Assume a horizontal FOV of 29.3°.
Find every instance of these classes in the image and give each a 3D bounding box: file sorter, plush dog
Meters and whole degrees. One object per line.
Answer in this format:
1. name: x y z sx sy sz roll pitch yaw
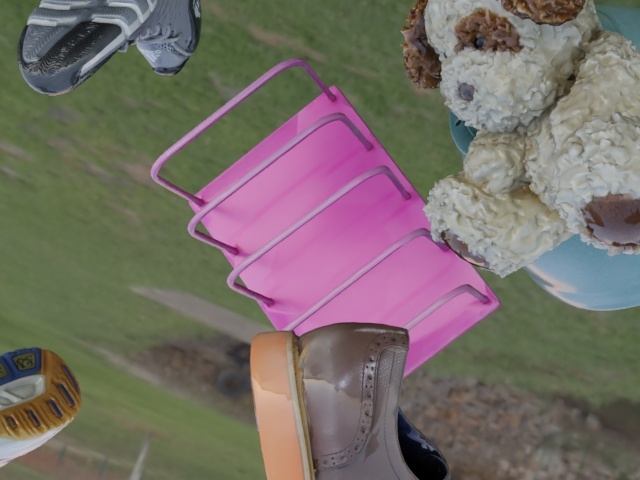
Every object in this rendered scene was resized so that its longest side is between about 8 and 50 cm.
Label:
1. file sorter: 0.000 0.000 1.194 0.290 0.202 0.182 54 -173 15
2. plush dog: 0.169 -0.119 0.906 0.225 0.210 0.262 53 158 -10

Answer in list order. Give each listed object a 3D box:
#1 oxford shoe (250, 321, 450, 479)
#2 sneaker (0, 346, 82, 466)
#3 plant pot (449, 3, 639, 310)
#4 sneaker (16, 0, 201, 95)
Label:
1. oxford shoe: 0.043 0.232 0.954 0.133 0.363 0.130 -11 -156 3
2. sneaker: -0.356 0.185 1.085 0.296 0.112 0.131 -6 152 -44
3. plant pot: 0.247 -0.106 1.160 0.196 0.293 0.293 32 164 -35
4. sneaker: -0.146 -0.163 0.971 0.086 0.228 0.132 11 142 22
